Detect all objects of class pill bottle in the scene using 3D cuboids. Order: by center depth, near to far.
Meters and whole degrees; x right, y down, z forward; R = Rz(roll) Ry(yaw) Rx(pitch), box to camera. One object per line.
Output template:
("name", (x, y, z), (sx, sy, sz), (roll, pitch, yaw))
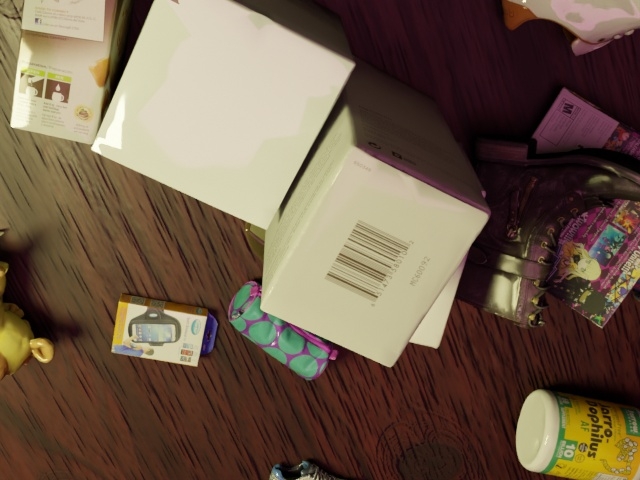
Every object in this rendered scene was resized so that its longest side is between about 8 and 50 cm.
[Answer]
("pill bottle", (0.396, 0.286, 1.311), (0.208, 0.117, 0.118), (12, 113, -7))

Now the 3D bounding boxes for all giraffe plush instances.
("giraffe plush", (-0.450, 0.117, 1.194), (0.210, 0.181, 0.171), (-41, 126, -22))

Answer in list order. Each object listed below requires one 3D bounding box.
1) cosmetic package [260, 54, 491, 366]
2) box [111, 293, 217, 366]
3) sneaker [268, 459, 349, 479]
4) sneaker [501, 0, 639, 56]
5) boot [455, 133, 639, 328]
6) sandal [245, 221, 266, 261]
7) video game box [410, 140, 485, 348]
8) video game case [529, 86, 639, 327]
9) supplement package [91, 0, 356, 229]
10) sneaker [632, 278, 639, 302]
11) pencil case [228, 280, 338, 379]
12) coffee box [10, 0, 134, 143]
("cosmetic package", (0.043, -0.056, 1.007), (0.155, 0.365, 0.197), (25, 113, -11))
("box", (-0.212, 0.125, 1.260), (0.136, 0.028, 0.081), (11, 113, -5))
("sneaker", (-0.012, 0.357, 1.361), (0.135, 0.052, 0.058), (4, 110, -5))
("sneaker", (0.354, -0.275, 1.076), (0.290, 0.106, 0.123), (8, 118, 5))
("boot", (0.278, -0.002, 1.123), (0.262, 0.091, 0.229), (14, 106, 29))
("sandal", (0.000, 0.000, 1.203), (0.219, 0.060, 0.090), (12, 120, -24))
("video game box", (0.141, -0.002, 1.134), (0.048, 0.187, 0.205), (10, 113, -7))
("video game case", (0.332, -0.041, 1.161), (0.210, 0.042, 0.232), (34, 110, 11))
("supplement package", (-0.100, -0.180, 1.001), (0.199, 0.263, 0.198), (25, 110, -12))
("sneaker", (0.474, 0.093, 1.237), (0.261, 0.104, 0.125), (25, 123, -3))
("pencil case", (-0.053, 0.123, 1.246), (0.151, 0.064, 0.070), (39, 132, -18))
("coffee box", (-0.268, -0.251, 1.029), (0.098, 0.141, 0.247), (12, 113, -7))
